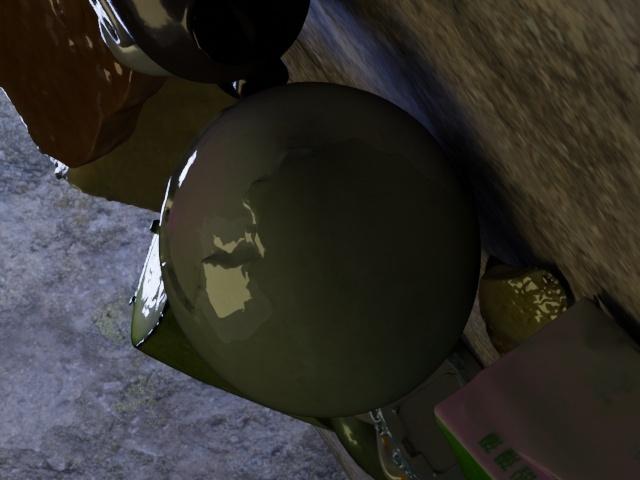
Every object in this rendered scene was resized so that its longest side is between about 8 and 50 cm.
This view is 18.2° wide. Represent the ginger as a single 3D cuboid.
[{"bbox_3d":[0.109,0.038,1.122,0.057,0.044,0.137,37,173,4],"label":"ginger"}]

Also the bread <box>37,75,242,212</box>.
[{"bbox_3d":[-0.091,-0.120,1.666,0.236,0.198,0.263,22,-171,-23],"label":"bread"}]

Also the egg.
[{"bbox_3d":[0.000,0.000,1.122,0.183,0.183,0.217,53,165,21],"label":"egg"}]

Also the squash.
[{"bbox_3d":[-0.033,0.060,1.846,0.260,0.189,0.189,22,-177,-16],"label":"squash"}]

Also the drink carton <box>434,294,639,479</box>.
[{"bbox_3d":[0.171,0.172,1.035,0.161,0.108,0.271,47,168,42],"label":"drink carton"}]

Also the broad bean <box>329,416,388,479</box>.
[{"bbox_3d":[0.074,0.168,1.819,0.169,0.100,0.228,62,-176,-2],"label":"broad bean"}]

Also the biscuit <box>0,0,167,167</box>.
[{"bbox_3d":[-0.213,-0.259,1.411,0.365,0.062,0.385,49,147,20],"label":"biscuit"}]

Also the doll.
[{"bbox_3d":[-0.072,-0.153,1.155,0.182,0.117,0.257,63,171,-13],"label":"doll"}]

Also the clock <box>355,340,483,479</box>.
[{"bbox_3d":[0.077,0.131,1.545,0.231,0.103,0.144,60,174,-15],"label":"clock"}]
